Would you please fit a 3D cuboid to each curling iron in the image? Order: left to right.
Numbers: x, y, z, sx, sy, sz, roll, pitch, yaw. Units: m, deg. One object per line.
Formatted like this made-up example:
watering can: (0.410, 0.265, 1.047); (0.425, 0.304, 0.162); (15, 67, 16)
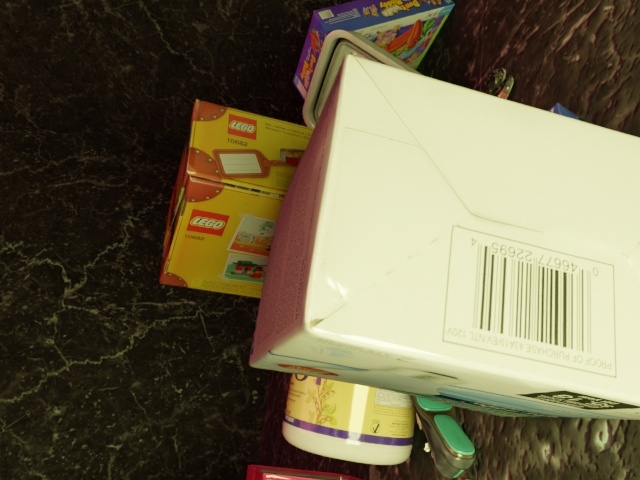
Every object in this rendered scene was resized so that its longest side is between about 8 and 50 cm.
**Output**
curling iron: (0.270, -0.173, 0.980); (0.068, 0.035, 0.274); (-87, 13, -58)

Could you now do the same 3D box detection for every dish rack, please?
dish rack: (0.131, -0.280, 1.198); (0.072, 0.333, 0.285); (-48, -10, -36)

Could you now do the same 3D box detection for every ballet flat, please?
ballet flat: (0.180, 0.286, 0.858); (0.203, 0.074, 0.074); (-107, 30, -65)

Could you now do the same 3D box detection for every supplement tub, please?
supplement tub: (0.070, 0.223, 1.034); (0.241, 0.241, 0.331); (141, 139, -74)

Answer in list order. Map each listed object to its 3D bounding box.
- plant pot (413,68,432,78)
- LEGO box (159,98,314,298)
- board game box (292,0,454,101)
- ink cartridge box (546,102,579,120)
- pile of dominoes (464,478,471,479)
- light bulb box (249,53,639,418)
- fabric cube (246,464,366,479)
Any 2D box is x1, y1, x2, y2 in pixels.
plant pot: (0.160, -0.315, 1.373); (0.188, 0.167, 0.187); (121, 159, -65)
LEGO box: (-0.055, -0.040, 1.156); (0.372, 0.500, 0.193); (124, 151, -49)
board game box: (0.121, -0.471, 1.319); (0.078, 0.347, 0.233); (60, 157, 14)
ink cartridge box: (0.258, -0.079, 0.743); (0.207, 0.046, 0.097); (-42, 33, 43)
pile of dominoes: (0.191, 0.442, 0.689); (0.251, 0.040, 0.196); (-143, 66, -79)
light bulb box: (0.131, 0.044, 0.573); (0.361, 0.358, 0.225); (126, 156, -69)
fabric cube: (-0.031, 0.613, 1.121); (0.259, 0.254, 0.258); (129, 149, -67)
